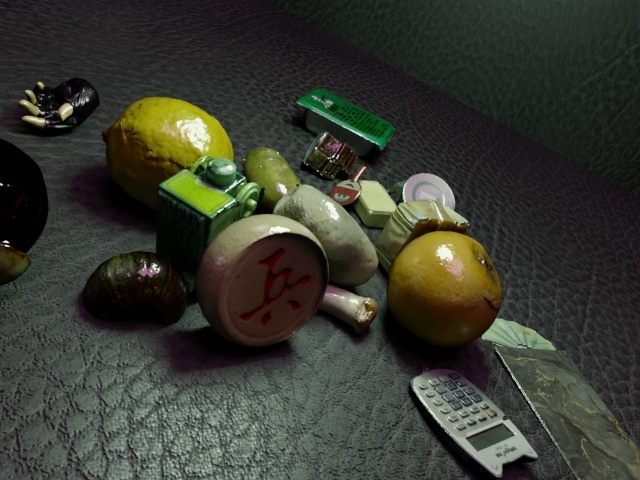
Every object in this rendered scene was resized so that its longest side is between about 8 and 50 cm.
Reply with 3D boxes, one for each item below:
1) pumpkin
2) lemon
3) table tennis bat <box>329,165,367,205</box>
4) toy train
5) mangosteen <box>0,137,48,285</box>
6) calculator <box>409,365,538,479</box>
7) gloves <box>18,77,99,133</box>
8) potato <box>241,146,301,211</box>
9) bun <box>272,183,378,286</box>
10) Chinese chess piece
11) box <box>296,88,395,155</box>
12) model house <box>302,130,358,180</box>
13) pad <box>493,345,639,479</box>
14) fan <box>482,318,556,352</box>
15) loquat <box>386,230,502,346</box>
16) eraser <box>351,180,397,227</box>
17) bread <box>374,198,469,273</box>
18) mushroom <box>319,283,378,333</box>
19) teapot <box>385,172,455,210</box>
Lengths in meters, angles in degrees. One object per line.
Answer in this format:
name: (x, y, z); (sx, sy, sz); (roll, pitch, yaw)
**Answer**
pumpkin: (-0.322, 0.076, 1.073); (0.184, 0.107, 0.119); (5, 41, -29)
lemon: (-0.331, -0.189, 1.335); (0.284, 0.260, 0.260); (31, 31, 11)
table tennis bat: (0.086, -0.157, 1.733); (0.098, 0.019, 0.154); (19, 62, 38)
toy train: (-0.222, -0.033, 1.165); (0.159, 0.271, 0.188); (31, 46, 14)
mangosteen: (-0.569, -0.041, 0.942); (0.287, 0.233, 0.287); (46, 9, -10)
calculator: (0.287, 0.344, 1.173); (0.177, 0.040, 0.268); (-2, 39, -39)
gloves: (-0.638, -0.326, 1.450); (0.164, 0.124, 0.203); (18, 46, 31)
potato: (-0.125, -0.148, 1.563); (0.149, 0.113, 0.251); (7, 43, -42)
bun: (0.000, 0.001, 1.345); (0.273, 0.168, 0.273); (41, -8, 7)
Chinese chess piece: (-0.105, 0.073, 1.095); (0.250, 0.249, 0.103); (0, 22, -36)
box: (0.083, -0.404, 2.117); (0.337, 0.106, 0.264); (28, 30, 5)
model house: (0.031, -0.251, 1.867); (0.152, 0.106, 0.165); (34, 65, -8)
pad: (0.570, 0.383, 1.347); (0.248, 0.007, 0.367); (8, 36, -26)
fan: (0.496, 0.246, 1.515); (0.240, 0.009, 0.131); (11, 31, -24)
loquat: (0.275, 0.107, 1.324); (0.263, 0.263, 0.263); (19, 31, -12)
eraser: (0.151, -0.107, 1.749); (0.117, 0.058, 0.172); (3, 37, -28)
bread: (0.255, 0.002, 1.515); (0.192, 0.209, 0.109); (3, 42, -34)
mushroom: (0.020, 0.128, 1.285); (0.209, 0.071, 0.084); (24, 61, 3)
teapot: (0.298, -0.087, 1.766); (0.239, 0.149, 0.162); (38, 62, 2)
